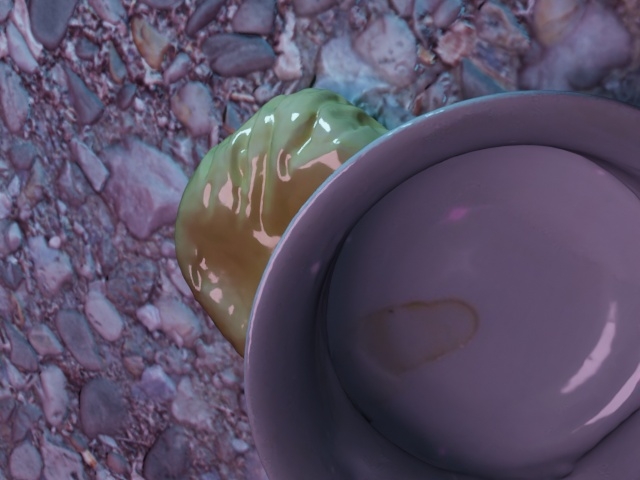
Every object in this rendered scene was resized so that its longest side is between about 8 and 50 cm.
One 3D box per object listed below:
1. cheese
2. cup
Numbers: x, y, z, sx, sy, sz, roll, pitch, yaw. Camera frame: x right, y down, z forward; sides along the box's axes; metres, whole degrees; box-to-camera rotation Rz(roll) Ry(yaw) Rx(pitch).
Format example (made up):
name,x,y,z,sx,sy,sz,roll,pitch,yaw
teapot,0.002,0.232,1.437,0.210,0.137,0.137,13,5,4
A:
name,x,y,z,sx,sy,sz,roll,pitch,yaw
cheese,0.000,0.000,0.955,0.214,0.117,0.226,-32,91,34
cup,0.124,0.060,0.809,0.347,0.163,0.347,0,107,-1
